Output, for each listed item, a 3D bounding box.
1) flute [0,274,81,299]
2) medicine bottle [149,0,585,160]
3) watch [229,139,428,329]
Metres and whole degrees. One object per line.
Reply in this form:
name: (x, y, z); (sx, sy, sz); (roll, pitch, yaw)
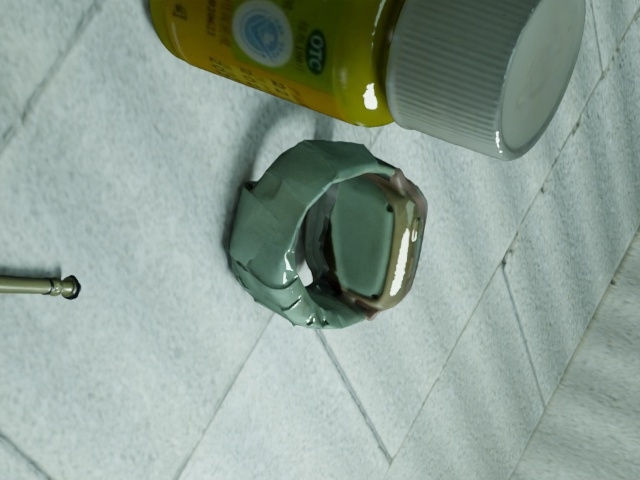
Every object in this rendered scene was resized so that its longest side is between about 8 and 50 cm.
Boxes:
flute: (-0.297, 0.041, 1.585); (0.233, 0.027, 0.027); (7, 103, -65)
medicine bottle: (0.043, -0.224, 1.636); (0.224, 0.384, 0.224); (-47, 149, -39)
watch: (0.000, 0.000, 2.031); (0.241, 0.161, 0.253); (-27, 133, -46)
